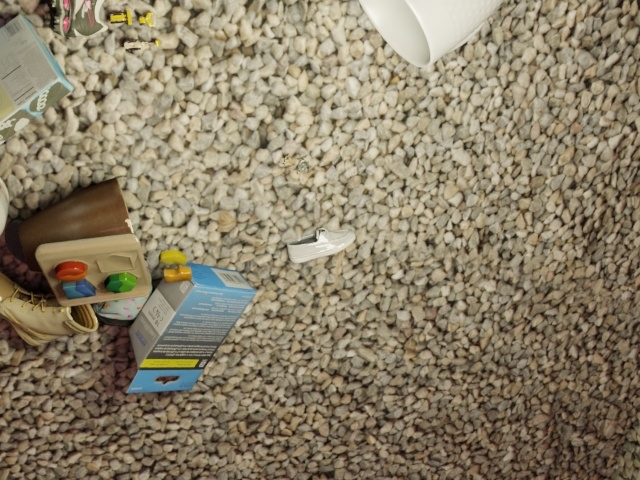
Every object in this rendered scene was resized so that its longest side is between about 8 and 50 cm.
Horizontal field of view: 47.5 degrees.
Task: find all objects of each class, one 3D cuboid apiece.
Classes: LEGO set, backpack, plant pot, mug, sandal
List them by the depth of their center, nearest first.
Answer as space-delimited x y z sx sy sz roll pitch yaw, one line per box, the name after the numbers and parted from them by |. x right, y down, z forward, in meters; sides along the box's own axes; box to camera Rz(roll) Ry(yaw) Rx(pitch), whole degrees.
0.289 -0.566 1.620 0.328 0.276 0.374 -39 151 -3 | mug
-0.545 -0.012 1.631 0.230 0.215 0.216 -15 120 -18 | plant pot
-0.645 0.029 1.740 0.097 0.054 0.254 -36 130 11 | sandal
-0.477 0.122 1.783 0.151 0.115 0.182 7 121 -34 | backpack
-0.053 -0.187 1.820 0.083 0.023 0.054 2 115 -18 | LEGO set

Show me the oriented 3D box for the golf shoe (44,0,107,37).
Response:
-0.491 -0.551 1.476 0.120 0.105 0.273 -7 125 -31 | golf shoe

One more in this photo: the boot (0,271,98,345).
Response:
-0.668 0.143 1.710 0.203 0.095 0.262 -12 128 25 | boot

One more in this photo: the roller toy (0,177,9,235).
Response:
-0.784 -0.072 1.585 0.191 0.146 0.210 10 112 -21 | roller toy

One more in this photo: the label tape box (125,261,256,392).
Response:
-0.346 0.221 1.831 0.334 0.106 0.240 -55 148 13 | label tape box

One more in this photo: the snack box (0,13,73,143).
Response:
-0.685 -0.292 1.491 0.321 0.187 0.060 -35 163 3 | snack box

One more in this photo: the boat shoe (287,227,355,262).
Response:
0.000 0.000 1.914 0.184 0.066 0.063 -16 121 2 | boat shoe

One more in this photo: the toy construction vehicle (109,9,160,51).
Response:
-0.402 -0.456 1.578 0.098 0.035 0.086 -11 107 -14 | toy construction vehicle

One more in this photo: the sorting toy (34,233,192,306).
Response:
-0.439 0.069 1.589 0.307 0.041 0.229 -7 147 -10 | sorting toy
